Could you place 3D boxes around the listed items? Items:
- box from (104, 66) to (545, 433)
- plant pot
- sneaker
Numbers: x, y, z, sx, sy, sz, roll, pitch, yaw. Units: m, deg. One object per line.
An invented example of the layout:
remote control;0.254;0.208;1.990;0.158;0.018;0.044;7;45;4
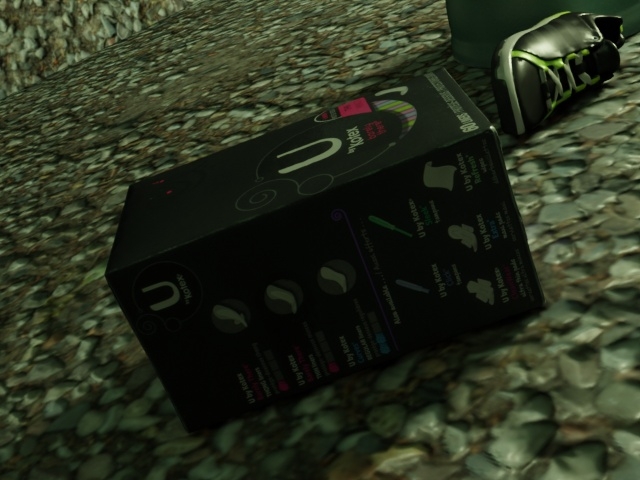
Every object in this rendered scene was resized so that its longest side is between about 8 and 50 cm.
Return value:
box;0.000;0.000;0.662;0.270;0.143;0.165;-21;24;3
plant pot;0.279;-0.362;1.101;0.293;0.196;0.293;-17;26;9
sneaker;0.246;-0.183;0.901;0.097;0.084;0.235;-1;32;35
